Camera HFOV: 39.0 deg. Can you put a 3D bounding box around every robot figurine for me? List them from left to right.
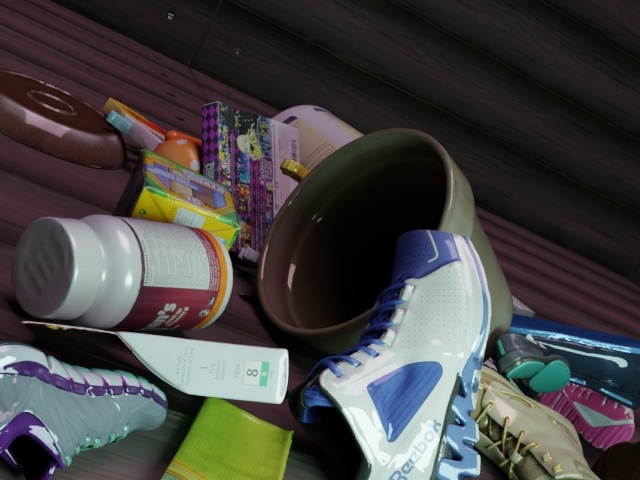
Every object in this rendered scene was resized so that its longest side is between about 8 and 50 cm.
[{"bbox_3d":[-0.193,-0.095,1.464,0.128,0.158,0.219,5,-3,36],"label":"robot figurine"}]

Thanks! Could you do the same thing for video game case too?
[{"bbox_3d":[-0.106,-0.086,1.441,0.042,0.232,0.210,-7,-8,34],"label":"video game case"}]

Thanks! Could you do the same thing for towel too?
[{"bbox_3d":[-0.082,0.206,0.815,0.102,0.021,0.237,29,13,-2],"label":"towel"}]

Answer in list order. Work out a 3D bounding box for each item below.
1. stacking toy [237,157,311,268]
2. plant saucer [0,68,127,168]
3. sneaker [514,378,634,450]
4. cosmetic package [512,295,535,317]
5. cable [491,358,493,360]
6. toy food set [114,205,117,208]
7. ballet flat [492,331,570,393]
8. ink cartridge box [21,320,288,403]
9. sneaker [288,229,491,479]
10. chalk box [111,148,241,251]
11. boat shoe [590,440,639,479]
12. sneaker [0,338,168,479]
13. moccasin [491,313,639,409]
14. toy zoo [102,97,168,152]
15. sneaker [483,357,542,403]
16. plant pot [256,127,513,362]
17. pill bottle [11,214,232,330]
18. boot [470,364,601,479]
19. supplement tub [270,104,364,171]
[{"bbox_3d":[0.000,0.000,1.384,0.221,0.167,0.052,30,-11,-17],"label":"stacking toy"},{"bbox_3d":[-0.465,-0.217,1.538,0.310,0.050,0.310,26,14,-7],"label":"plant saucer"},{"bbox_3d":[0.417,0.249,1.515,0.252,0.103,0.111,44,16,25],"label":"sneaker"},{"bbox_3d":[0.294,0.110,1.750,0.060,0.099,0.239,15,20,-44],"label":"cosmetic package"},{"bbox_3d":[0.186,0.123,1.492,0.287,0.139,0.072,42,-24,-10],"label":"cable"},{"bbox_3d":[-0.267,-0.037,1.333,0.078,0.019,0.122,24,14,-19],"label":"toy food set"},{"bbox_3d":[0.297,0.167,1.282,0.074,0.074,0.203,39,9,36],"label":"ballet flat"},{"bbox_3d":[-0.155,0.113,0.838,0.225,0.056,0.181,6,-8,-12],"label":"ink cartridge box"},{"bbox_3d":[0.067,0.128,0.936,0.182,0.315,0.127,12,-23,-19],"label":"sneaker"},{"bbox_3d":[-0.198,-0.024,1.184,0.132,0.132,0.213,24,16,-18],"label":"chalk box"},{"bbox_3d":[0.420,0.306,1.115,0.098,0.109,0.302,38,-15,8],"label":"boat shoe"},{"bbox_3d":[-0.204,0.151,0.717,0.224,0.083,0.098,31,46,-54],"label":"sneaker"},{"bbox_3d":[0.342,0.189,1.408,0.342,0.117,0.138,12,9,19],"label":"moccasin"},{"bbox_3d":[-0.277,-0.170,1.653,0.192,0.030,0.293,40,6,40],"label":"toy zoo"},{"bbox_3d":[0.249,0.216,1.350,0.121,0.079,0.217,25,18,-40],"label":"sneaker"},{"bbox_3d":[0.119,0.054,1.271,0.280,0.323,0.323,41,4,-36],"label":"plant pot"},{"bbox_3d":[-0.207,0.036,0.968,0.121,0.121,0.221,38,17,32],"label":"pill bottle"},{"bbox_3d":[0.235,0.256,1.125,0.262,0.095,0.203,29,15,-12],"label":"boot"},{"bbox_3d":[0.036,-0.076,1.619,0.325,0.235,0.235,39,17,35],"label":"supplement tub"}]
